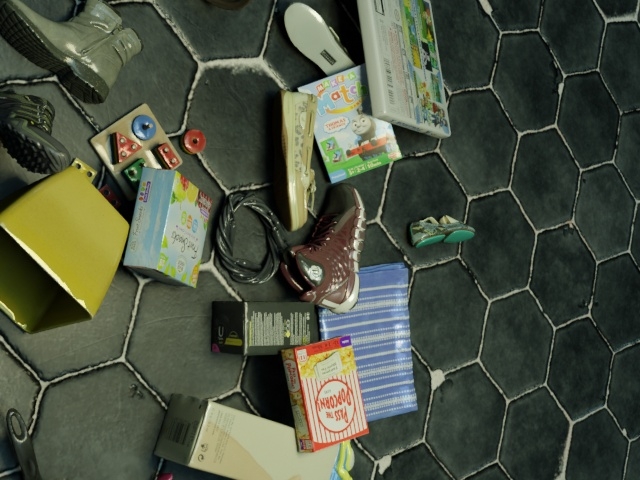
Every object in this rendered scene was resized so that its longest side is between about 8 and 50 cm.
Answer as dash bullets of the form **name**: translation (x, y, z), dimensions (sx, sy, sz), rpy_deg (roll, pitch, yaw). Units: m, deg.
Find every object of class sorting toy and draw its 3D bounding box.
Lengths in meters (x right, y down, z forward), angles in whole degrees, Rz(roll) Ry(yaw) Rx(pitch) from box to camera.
- **sorting toy**: translation (-0.331, -0.157, 1.650), dimensions (0.274, 0.046, 0.132), rpy_deg (-41, 111, -30)

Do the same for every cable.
- **cable**: translation (-0.142, -0.006, 1.789), dimensions (0.150, 0.047, 0.184), rpy_deg (-42, 116, -25)

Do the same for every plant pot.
- **plant pot**: translation (-0.441, 0.001, 1.475), dimensions (0.212, 0.212, 0.187), rpy_deg (50, 49, -24)

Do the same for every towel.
- **towel**: translation (0.105, 0.222, 1.960), dimensions (0.243, 0.040, 0.335), rpy_deg (-5, 91, -36)

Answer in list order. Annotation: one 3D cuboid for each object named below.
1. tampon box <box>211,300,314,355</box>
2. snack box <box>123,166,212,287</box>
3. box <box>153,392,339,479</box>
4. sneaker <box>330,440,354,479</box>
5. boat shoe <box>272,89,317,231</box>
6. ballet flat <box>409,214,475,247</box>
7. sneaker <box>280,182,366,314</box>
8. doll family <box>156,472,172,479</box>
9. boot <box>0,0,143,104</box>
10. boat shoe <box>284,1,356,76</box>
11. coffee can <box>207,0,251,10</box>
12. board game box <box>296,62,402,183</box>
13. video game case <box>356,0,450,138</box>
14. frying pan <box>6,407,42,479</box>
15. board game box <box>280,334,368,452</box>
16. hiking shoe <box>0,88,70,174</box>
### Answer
- **tampon box**: translation (-0.110, 0.168, 1.752), dimensions (0.161, 0.120, 0.101), rpy_deg (4, 85, -36)
- **snack box**: translation (-0.264, -0.018, 1.608), dimensions (0.207, 0.070, 0.174), rpy_deg (47, 51, -73)
- **box**: translation (-0.134, 0.390, 1.710), dimensions (0.311, 0.148, 0.121), rpy_deg (26, 73, -32)
- **sneaker**: translation (0.000, 0.476, 1.838), dimensions (0.126, 0.091, 0.240), rpy_deg (-11, 95, -36)
- **boat shoe**: translation (-0.041, -0.160, 1.815), dimensions (0.089, 0.104, 0.285), rpy_deg (0, 85, -19)
- **ballet flat**: translation (0.277, -0.028, 2.089), dimensions (0.188, 0.070, 0.070), rpy_deg (-5, 91, -40)
- **sneaker**: translation (0.000, 0.000, 1.834), dimensions (0.163, 0.106, 0.281), rpy_deg (14, 65, -32)
- **doll family**: translation (-0.302, 0.546, 1.601), dimensions (0.163, 0.118, 0.263), rpy_deg (63, 27, -21)
- **boot**: translation (-0.432, -0.366, 1.577), dimensions (0.246, 0.083, 0.161), rpy_deg (42, 58, -33)
- **boat shoe**: translation (-0.002, -0.409, 1.894), dimensions (0.078, 0.070, 0.219), rpy_deg (-34, 122, 14)
- **coffee can**: translation (-0.126, -0.598, 1.726), dimensions (0.201, 0.202, 0.275), rpy_deg (52, 61, -23)
- **board game box**: translation (0.061, -0.245, 1.901), dimensions (0.160, 0.039, 0.211), rpy_deg (-20, 101, 0)
- **video game case**: translation (0.177, -0.398, 1.958), dimensions (0.300, 0.036, 0.328), rpy_deg (6, 74, -56)
- **frying pan**: translation (-0.481, 0.456, 1.505), dimensions (0.197, 0.053, 0.326), rpy_deg (-48, 114, -30)
- **board game box**: translation (0.009, 0.286, 1.720), dimensions (0.147, 0.045, 0.193), rpy_deg (-9, 87, -43)
- **hiking shoe**: translation (-0.462, -0.188, 1.459), dimensions (0.114, 0.227, 0.086), rpy_deg (-40, 149, -34)
